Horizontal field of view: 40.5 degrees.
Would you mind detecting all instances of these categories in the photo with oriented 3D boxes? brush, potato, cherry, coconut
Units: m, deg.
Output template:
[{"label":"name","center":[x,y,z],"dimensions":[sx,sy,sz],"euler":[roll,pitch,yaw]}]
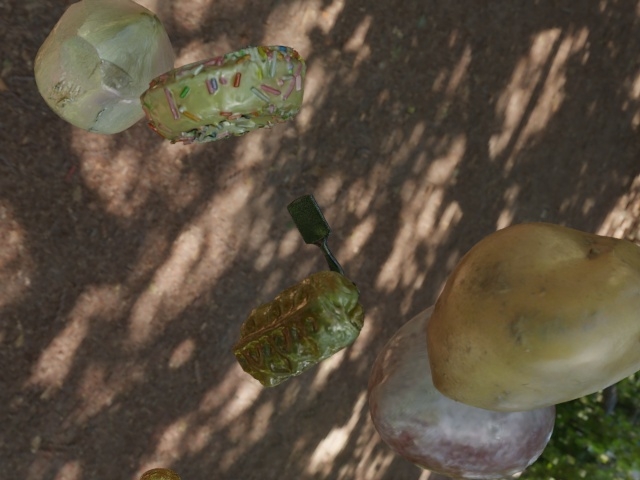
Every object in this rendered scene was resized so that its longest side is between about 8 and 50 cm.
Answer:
[{"label":"brush","center":[0.000,0.000,1.739],"dimensions":[0.063,0.193,0.016],"euler":[-27,-178,23]},{"label":"potato","center":[0.132,0.044,0.514],"dimensions":[0.147,0.112,0.112],"euler":[-16,149,7]},{"label":"cherry","center":[0.249,0.248,1.521],"dimensions":[0.291,0.335,0.326],"euler":[139,-34,-70]},{"label":"coconut","center":[-0.267,-0.227,1.098],"dimensions":[0.183,0.171,0.171],"euler":[-32,177,41]}]

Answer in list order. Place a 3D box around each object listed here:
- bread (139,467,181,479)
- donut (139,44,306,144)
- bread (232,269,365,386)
[{"label":"bread","center":[-0.287,0.461,1.565],"dimensions":[0.044,0.083,0.110],"euler":[-84,179,-70]},{"label":"donut","center":[-0.092,-0.140,0.866],"dimensions":[0.175,0.175,0.068],"euler":[-17,93,-55]},{"label":"bread","center":[-0.038,0.136,1.339],"dimensions":[0.232,0.128,0.088],"euler":[-33,167,29]}]
